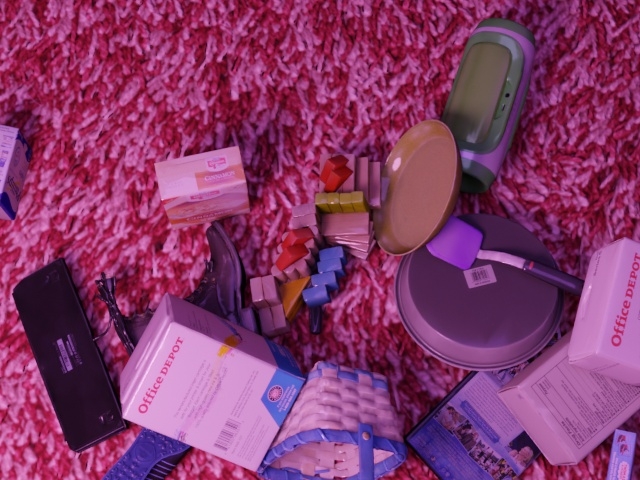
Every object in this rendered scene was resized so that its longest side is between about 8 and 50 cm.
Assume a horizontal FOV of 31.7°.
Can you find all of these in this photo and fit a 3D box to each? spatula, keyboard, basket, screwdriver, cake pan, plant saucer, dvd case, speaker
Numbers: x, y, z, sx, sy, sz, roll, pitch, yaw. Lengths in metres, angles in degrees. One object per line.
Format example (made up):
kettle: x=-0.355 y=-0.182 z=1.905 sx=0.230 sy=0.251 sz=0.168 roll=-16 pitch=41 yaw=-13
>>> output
spatula: x=0.317 y=0.036 z=1.885 sx=0.296 sy=0.030 sz=0.084 roll=21 pitch=67 yaw=12
keyboard: x=-0.391 y=0.175 z=1.889 sx=0.201 sy=0.033 sz=0.317 roll=-28 pitch=77 yaw=18
basket: x=0.018 y=0.352 z=1.756 sx=0.201 sy=0.255 sz=0.289 roll=18 pitch=60 yaw=-22
screwdriver: x=-0.007 y=0.082 z=1.959 sx=0.024 sy=0.025 sz=0.170 roll=2 pitch=67 yaw=0
cake pan: x=0.272 y=0.076 z=1.914 sx=0.293 sy=0.054 sz=0.293 roll=-1 pitch=63 yaw=2
plant saucer: x=0.169 y=-0.085 z=1.911 sx=0.037 sy=0.241 sz=0.241 roll=18 pitch=73 yaw=-28
dvd case: x=0.286 y=0.310 z=1.886 sx=0.253 sy=0.022 sz=0.180 roll=-43 pitch=90 yaw=-11
speaker: x=0.288 y=-0.239 z=1.991 sx=0.131 sy=0.131 sz=0.297 roll=19 pitch=76 yaw=3

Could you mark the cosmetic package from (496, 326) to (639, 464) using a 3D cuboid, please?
cosmetic package: x=0.465 y=0.214 z=1.860 sx=0.309 sy=0.113 sz=0.160 roll=-35 pitch=86 yaw=-15

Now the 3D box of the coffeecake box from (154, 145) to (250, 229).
coffeecake box: x=-0.196 y=-0.087 z=1.907 sx=0.142 sy=0.185 sz=0.068 roll=-12 pitch=76 yaw=-4

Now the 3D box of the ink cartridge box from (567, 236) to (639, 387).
ink cartridge box: x=0.553 y=0.137 z=1.776 sx=0.272 sy=0.115 sz=0.198 roll=19 pitch=75 yaw=-6

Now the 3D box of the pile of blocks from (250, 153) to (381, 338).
pile of blocks: x=0.000 y=0.000 z=1.911 sx=0.149 sy=0.112 sz=0.362 roll=22 pitch=76 yaw=19

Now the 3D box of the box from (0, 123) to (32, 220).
box: x=-0.556 y=-0.118 z=1.937 sx=0.072 sy=0.126 sz=0.137 roll=11 pitch=76 yaw=0

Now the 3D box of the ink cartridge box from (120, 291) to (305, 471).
ink cartridge box: x=-0.176 y=0.219 z=1.776 sx=0.232 sy=0.168 sz=0.171 roll=27 pitch=97 yaw=-17

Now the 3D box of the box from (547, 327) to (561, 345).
box: x=0.342 y=0.139 z=1.943 sx=0.137 sy=0.027 sz=0.094 roll=-4 pitch=78 yaw=-3

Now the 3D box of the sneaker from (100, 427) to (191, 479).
sneaker: x=-0.283 y=0.361 z=1.849 sx=0.081 sy=0.090 sz=0.232 roll=43 pitch=57 yaw=10

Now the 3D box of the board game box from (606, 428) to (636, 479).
board game box: x=0.472 y=0.420 z=1.804 sx=0.039 sy=0.160 sz=0.212 roll=8 pitch=75 yaw=17

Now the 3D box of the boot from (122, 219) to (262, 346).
boot: x=-0.232 y=0.110 z=1.907 sx=0.229 sy=0.091 sz=0.263 roll=-16 pitch=72 yaw=-1
